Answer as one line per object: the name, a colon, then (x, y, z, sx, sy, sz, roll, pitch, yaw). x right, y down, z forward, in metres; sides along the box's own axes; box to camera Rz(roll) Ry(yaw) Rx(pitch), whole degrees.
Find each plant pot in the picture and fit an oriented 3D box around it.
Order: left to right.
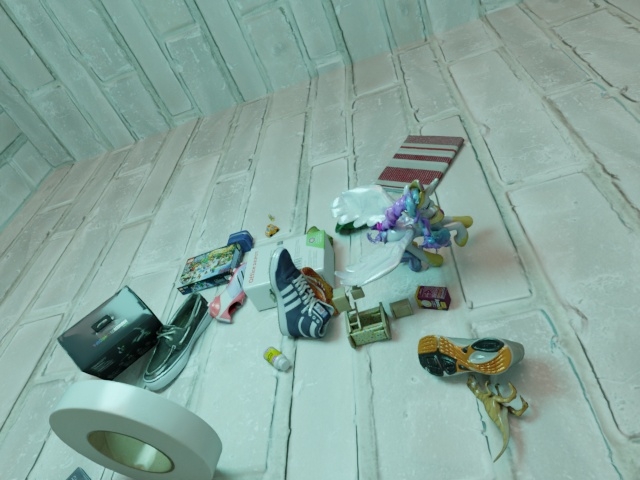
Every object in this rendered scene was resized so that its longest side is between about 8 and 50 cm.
plant pot: (0.000, 0.000, 1.694, 0.079, 0.083, 0.083, 19, 54, 28)

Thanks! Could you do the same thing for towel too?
towel: (0.376, -0.290, 1.854, 0.237, 0.037, 0.329, 11, 52, 37)

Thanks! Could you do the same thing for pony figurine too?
pony figurine: (0.224, -0.029, 1.347, 0.351, 0.363, 0.302, -27, 58, 26)

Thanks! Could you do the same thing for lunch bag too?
lunch bag: (-0.309, 0.005, 1.868, 0.098, 0.067, 0.065, -14, 38, 17)

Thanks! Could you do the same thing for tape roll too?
tape roll: (-0.419, 0.456, 1.122, 0.392, 0.392, 0.072, -8, 39, 23)

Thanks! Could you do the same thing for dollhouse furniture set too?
dollhouse furniture set: (0.144, 0.189, 1.298, 0.182, 0.161, 0.101, -18, 37, 12)

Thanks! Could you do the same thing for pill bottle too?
pill bottle: (-0.123, 0.335, 1.377, 0.043, 0.043, 0.083, -44, 40, -22)

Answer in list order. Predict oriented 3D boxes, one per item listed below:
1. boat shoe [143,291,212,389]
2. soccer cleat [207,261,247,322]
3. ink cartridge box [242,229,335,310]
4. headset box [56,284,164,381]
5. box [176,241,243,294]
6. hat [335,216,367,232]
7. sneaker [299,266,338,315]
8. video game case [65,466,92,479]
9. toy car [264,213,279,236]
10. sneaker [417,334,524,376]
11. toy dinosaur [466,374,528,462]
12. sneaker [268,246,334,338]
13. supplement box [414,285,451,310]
boat shoe: (-0.468, 0.306, 1.552, 0.121, 0.119, 0.335, -2, 43, 29)
soccer cleat: (-0.283, 0.173, 1.655, 0.095, 0.083, 0.248, 25, 49, 13)
ink cartridge box: (-0.097, 0.096, 1.593, 0.273, 0.114, 0.198, -15, 37, 14)
headset box: (-0.632, 0.294, 1.514, 0.246, 0.283, 0.131, -40, 76, -18)
box: (-0.409, 0.103, 1.810, 0.233, 0.044, 0.159, -19, 37, 19)
hat: (0.179, -0.068, 1.708, 0.208, 0.184, 0.173, -53, 9, 39)
sneaker: (-0.007, 0.153, 1.455, 0.067, 0.175, 0.064, -41, -1, 43)
video game case: (-0.623, 0.721, 1.219, 0.274, 0.026, 0.196, 14, 52, 42)
toy car: (-0.204, -0.062, 1.911, 0.060, 0.040, 0.122, -29, 37, -4)
sneaker: (0.352, 0.271, 1.150, 0.262, 0.121, 0.099, -9, 77, 50)
toy dinosaur: (0.384, 0.368, 1.039, 0.112, 0.064, 0.211, -39, 25, 13)
sneaker: (-0.049, 0.153, 1.378, 0.153, 0.282, 0.099, 5, 25, 27)
supplement box: (0.307, 0.157, 1.331, 0.083, 0.055, 0.043, 0, 45, 32)
